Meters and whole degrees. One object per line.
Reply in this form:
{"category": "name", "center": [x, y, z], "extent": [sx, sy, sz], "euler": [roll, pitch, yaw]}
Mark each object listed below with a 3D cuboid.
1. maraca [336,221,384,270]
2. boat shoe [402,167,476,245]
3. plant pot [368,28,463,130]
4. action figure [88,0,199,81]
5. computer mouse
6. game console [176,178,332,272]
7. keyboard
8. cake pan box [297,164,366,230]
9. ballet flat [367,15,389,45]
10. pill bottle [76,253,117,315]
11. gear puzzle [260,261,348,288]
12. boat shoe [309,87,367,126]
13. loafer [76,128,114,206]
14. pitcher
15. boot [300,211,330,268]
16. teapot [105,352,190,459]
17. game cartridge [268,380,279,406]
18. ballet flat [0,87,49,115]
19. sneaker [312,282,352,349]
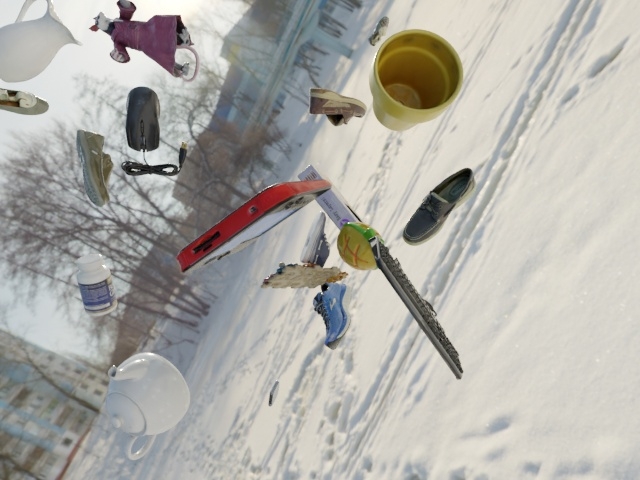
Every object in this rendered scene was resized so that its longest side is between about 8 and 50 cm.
{"category": "maraca", "center": [0.101, 0.015, 1.166], "extent": [0.099, 0.127, 0.185], "euler": [-36, 18, -19]}
{"category": "boat shoe", "center": [0.268, -0.084, 1.169], "extent": [0.223, 0.080, 0.073], "euler": [-43, -33, -8]}
{"category": "plant pot", "center": [0.257, -0.441, 1.505], "extent": [0.254, 0.254, 0.239], "euler": [-63, 0, -13]}
{"category": "action figure", "center": [-0.629, -0.733, 1.807], "extent": [0.276, 0.370, 0.248], "euler": [-37, -35, -78]}
{"category": "computer mouse", "center": [-0.480, -0.311, 1.494], "extent": [0.060, 0.184, 0.262], "euler": [-143, 60, -74]}
{"category": "game console", "center": [-0.173, -0.042, 1.379], "extent": [0.386, 0.060, 0.342], "euler": [-32, -6, 24]}
{"category": "keyboard", "center": [0.191, 0.119, 1.027], "extent": [0.033, 0.317, 0.201], "euler": [-32, 19, 10]}
{"category": "cake pan box", "center": [0.052, -0.119, 1.734], "extent": [0.070, 0.267, 0.245], "euler": [-40, -14, 11]}
{"category": "ballet flat", "center": [0.186, -0.645, 1.591], "extent": [0.041, 0.041, 0.114], "euler": [-65, 12, -25]}
{"category": "pill bottle", "center": [-0.668, 0.130, 1.520], "extent": [0.094, 0.094, 0.169], "euler": [-78, -12, -64]}
{"category": "gear puzzle", "center": [-0.030, 0.113, 1.754], "extent": [0.175, 0.338, 0.044], "euler": [-37, 60, 40]}
{"category": "boat shoe", "center": [0.068, -0.522, 2.066], "extent": [0.342, 0.123, 0.123], "euler": [-2, -76, -56]}
{"category": "loafer", "center": [-0.630, -0.212, 1.456], "extent": [0.094, 0.087, 0.251], "euler": [-44, 60, 53]}
{"category": "pitcher", "center": [-0.724, -0.500, 1.260], "extent": [0.207, 0.178, 0.125], "euler": [-34, -12, -3]}
{"category": "boot", "center": [0.000, 0.000, 1.774], "extent": [0.190, 0.086, 0.069], "euler": [-69, 19, 2]}
{"category": "teapot", "center": [-0.510, 0.460, 1.442], "extent": [0.252, 0.256, 0.187], "euler": [-37, 3, 36]}
{"category": "game cartridge", "center": [-0.153, 0.501, 1.682], "extent": [0.056, 0.017, 0.083], "euler": [-53, -20, -49]}
{"category": "ballet flat", "center": [-0.909, -0.415, 1.504], "extent": [0.068, 0.213, 0.072], "euler": [-24, 74, 46]}
{"category": "sneaker", "center": [0.032, 0.284, 1.989], "extent": [0.330, 0.147, 0.130], "euler": [-85, 17, -54]}
